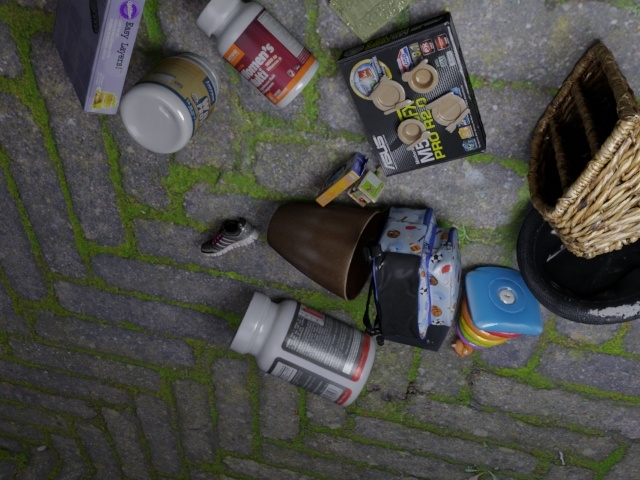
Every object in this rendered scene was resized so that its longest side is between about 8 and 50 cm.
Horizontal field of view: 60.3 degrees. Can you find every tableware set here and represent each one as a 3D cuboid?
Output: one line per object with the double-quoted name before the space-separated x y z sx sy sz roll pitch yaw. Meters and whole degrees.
"tableware set" 0.183 -0.255 1.033 0.141 0.020 0.169 -29 116 34

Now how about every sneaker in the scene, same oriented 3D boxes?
"sneaker" -0.244 -0.014 1.413 0.170 0.063 0.075 -18 122 22

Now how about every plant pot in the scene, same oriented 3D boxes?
"plant pot" 0.000 0.000 1.277 0.230 0.215 0.216 20 133 19

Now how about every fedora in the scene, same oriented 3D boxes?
"fedora" 0.577 0.023 1.118 0.333 0.335 0.152 -9 161 23

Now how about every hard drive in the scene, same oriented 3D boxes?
"hard drive" 0.260 0.178 1.429 0.171 0.054 0.255 12 131 7

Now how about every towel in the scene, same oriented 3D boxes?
"towel" 0.094 -0.437 0.983 0.110 0.027 0.148 43 128 -19

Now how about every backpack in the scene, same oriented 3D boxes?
"backpack" 0.203 0.052 1.205 0.212 0.264 0.277 3 130 8

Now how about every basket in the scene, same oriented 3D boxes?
"basket" 0.445 -0.151 0.939 0.213 0.299 0.223 -27 120 34

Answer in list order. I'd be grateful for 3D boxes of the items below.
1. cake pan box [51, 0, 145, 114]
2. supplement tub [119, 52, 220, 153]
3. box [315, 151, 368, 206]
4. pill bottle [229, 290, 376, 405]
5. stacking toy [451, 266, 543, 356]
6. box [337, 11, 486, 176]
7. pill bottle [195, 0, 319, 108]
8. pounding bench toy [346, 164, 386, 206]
"cake pan box" -0.422 -0.410 1.020 0.070 0.267 0.246 -4 138 -41
"supplement tub" -0.294 -0.282 1.110 0.144 0.200 0.145 8 131 10
"box" 0.049 -0.139 1.209 0.028 0.081 0.136 39 128 -16
"pill bottle" -0.050 0.288 1.509 0.362 0.210 0.210 26 131 -5
"stacking toy" 0.402 0.211 1.370 0.175 0.166 0.302 5 144 -6
"box" 0.184 -0.271 1.073 0.216 0.060 0.270 -12 124 24
"pill bottle" -0.118 -0.367 1.041 0.221 0.121 0.121 40 128 -18
"pounding bench toy" 0.108 -0.125 1.226 0.052 0.083 0.065 39 160 -14
